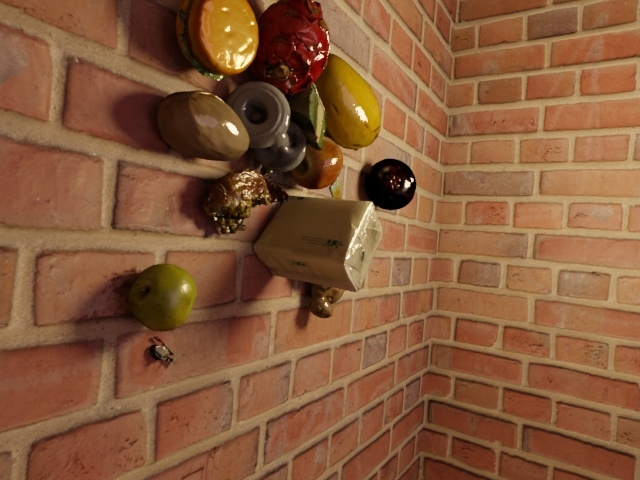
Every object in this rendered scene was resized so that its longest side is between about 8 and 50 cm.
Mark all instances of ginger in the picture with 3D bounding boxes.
[{"bbox_3d":[0.024,0.173,1.842,0.245,0.155,0.303,-32,119,-54],"label":"ginger"}]

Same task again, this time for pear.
[{"bbox_3d":[-0.415,0.160,1.174,0.216,0.166,0.180,70,21,-68],"label":"pear"}]

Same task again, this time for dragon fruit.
[{"bbox_3d":[-0.102,-0.647,1.447,0.277,0.278,0.342,52,47,-47],"label":"dragon fruit"}]

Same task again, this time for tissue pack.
[{"bbox_3d":[0.000,0.000,1.580,0.297,0.381,0.207,-63,146,-32],"label":"tissue pack"}]

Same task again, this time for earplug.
[{"bbox_3d":[-0.176,-0.366,1.440,0.214,0.175,0.325,-40,123,-1],"label":"earplug"}]

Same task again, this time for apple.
[{"bbox_3d":[-0.020,-0.300,1.665,0.188,0.211,0.210,-27,116,-53],"label":"apple"}]

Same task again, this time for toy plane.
[{"bbox_3d":[-0.449,0.324,1.242,0.120,0.031,0.049,60,37,-37],"label":"toy plane"}]

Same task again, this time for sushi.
[{"bbox_3d":[-0.250,-0.131,1.392,0.296,0.167,0.179,-21,89,-62],"label":"sushi"}]

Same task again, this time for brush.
[{"bbox_3d":[0.092,-0.191,2.040,0.083,0.011,0.205,-57,139,-37],"label":"brush"}]

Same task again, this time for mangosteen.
[{"bbox_3d":[0.354,-0.279,2.236,0.233,0.288,0.287,-54,137,-25],"label":"mangosteen"}]

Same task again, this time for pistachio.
[{"bbox_3d":[-0.329,-0.314,1.231,0.197,0.166,0.288,-47,144,10],"label":"pistachio"}]

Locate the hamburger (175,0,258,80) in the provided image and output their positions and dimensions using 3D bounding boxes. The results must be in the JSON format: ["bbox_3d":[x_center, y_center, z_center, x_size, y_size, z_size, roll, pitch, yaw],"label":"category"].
[{"bbox_3d":[-0.305,-0.585,1.226,0.246,0.170,0.245,-24,122,-44],"label":"hamburger"}]

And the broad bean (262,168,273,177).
[{"bbox_3d":[-0.170,-0.329,1.587,0.069,0.039,0.226,30,70,-49],"label":"broad bean"}]

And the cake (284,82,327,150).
[{"bbox_3d":[-0.079,-0.414,1.535,0.283,0.172,0.158,-89,157,-49],"label":"cake"}]

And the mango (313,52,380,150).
[{"bbox_3d":[0.108,-0.586,1.828,0.301,0.221,0.445,-60,137,-30],"label":"mango"}]
